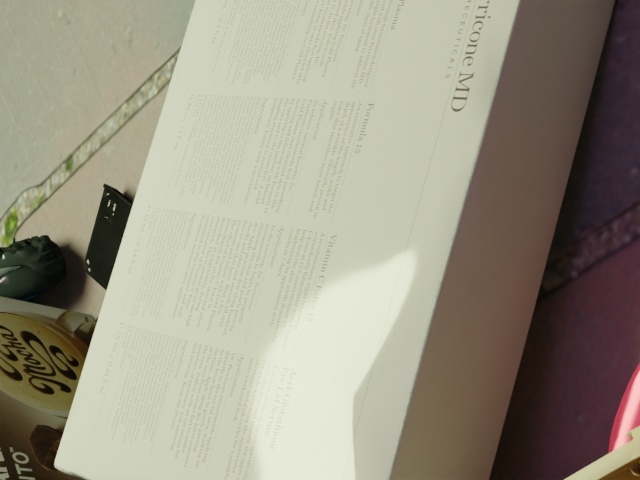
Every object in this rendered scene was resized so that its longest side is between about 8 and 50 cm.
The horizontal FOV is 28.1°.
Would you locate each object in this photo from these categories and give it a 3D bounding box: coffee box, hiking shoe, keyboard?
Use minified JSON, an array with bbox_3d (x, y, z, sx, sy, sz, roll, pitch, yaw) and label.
[{"bbox_3d":[-0.223,0.173,0.938,0.119,0.168,0.297,-58,38,21],"label":"coffee box"},{"bbox_3d":[-0.318,0.103,1.146,0.304,0.113,0.132,-33,91,29],"label":"hiking shoe"},{"bbox_3d":[-0.125,0.012,1.006,0.180,0.023,0.108,34,113,42],"label":"keyboard"}]

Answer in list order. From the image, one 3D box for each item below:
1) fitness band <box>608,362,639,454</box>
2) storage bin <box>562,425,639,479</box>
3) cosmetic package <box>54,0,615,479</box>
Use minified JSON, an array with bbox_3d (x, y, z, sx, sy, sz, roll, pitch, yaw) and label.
[{"bbox_3d":[0.264,0.093,0.587,0.291,0.054,0.209,-39,55,33],"label":"fitness band"},{"bbox_3d":[0.132,0.215,0.513,0.262,0.123,0.260,-45,50,45],"label":"storage bin"},{"bbox_3d":[0.000,0.000,0.796,0.284,0.097,0.377,9,80,47],"label":"cosmetic package"}]
